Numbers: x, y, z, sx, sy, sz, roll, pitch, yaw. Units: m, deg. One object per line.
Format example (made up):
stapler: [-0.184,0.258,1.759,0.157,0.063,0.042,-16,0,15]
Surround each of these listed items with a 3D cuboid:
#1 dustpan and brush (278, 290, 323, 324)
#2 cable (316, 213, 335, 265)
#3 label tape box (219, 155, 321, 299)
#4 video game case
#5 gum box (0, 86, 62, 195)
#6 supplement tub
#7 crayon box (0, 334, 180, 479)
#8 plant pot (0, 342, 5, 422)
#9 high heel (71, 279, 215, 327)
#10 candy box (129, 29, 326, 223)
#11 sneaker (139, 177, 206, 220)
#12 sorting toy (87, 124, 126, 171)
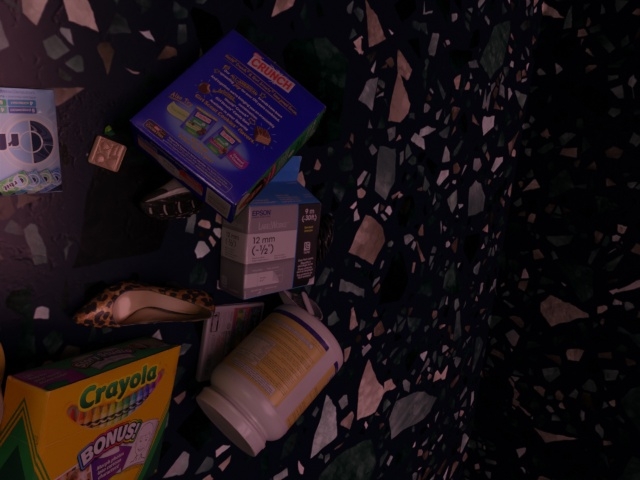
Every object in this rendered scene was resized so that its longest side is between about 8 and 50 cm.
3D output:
dustpan and brush: [-0.030,0.208,1.432,0.060,0.211,0.147,-41,141,18]
cable: [0.000,0.000,1.452,0.047,0.184,0.150,20,101,-9]
label tape box: [-0.123,-0.043,1.324,0.249,0.115,0.347,-7,109,-46]
video game case: [-0.240,0.266,1.366,0.183,0.023,0.201,2,100,-47]
gum box: [-0.543,-0.172,0.886,0.157,0.041,0.184,-12,112,-45]
supplement tub: [-0.127,0.352,1.314,0.331,0.241,0.241,-43,130,-29]
crayon box: [-0.451,0.382,1.022,0.363,0.106,0.313,-4,107,-70]
plant pot: [-0.616,0.234,0.792,0.254,0.239,0.253,-17,114,-44]
high heel: [-0.361,0.147,1.073,0.261,0.186,0.093,-15,113,-44]
candy box: [-0.188,-0.245,1.086,0.268,0.122,0.317,40,68,-1]
sneaker: [-0.281,-0.133,1.152,0.272,0.108,0.100,-29,161,-23]
sorting toy: [-0.425,-0.187,1.028,0.062,0.012,0.083,21,91,-43]
